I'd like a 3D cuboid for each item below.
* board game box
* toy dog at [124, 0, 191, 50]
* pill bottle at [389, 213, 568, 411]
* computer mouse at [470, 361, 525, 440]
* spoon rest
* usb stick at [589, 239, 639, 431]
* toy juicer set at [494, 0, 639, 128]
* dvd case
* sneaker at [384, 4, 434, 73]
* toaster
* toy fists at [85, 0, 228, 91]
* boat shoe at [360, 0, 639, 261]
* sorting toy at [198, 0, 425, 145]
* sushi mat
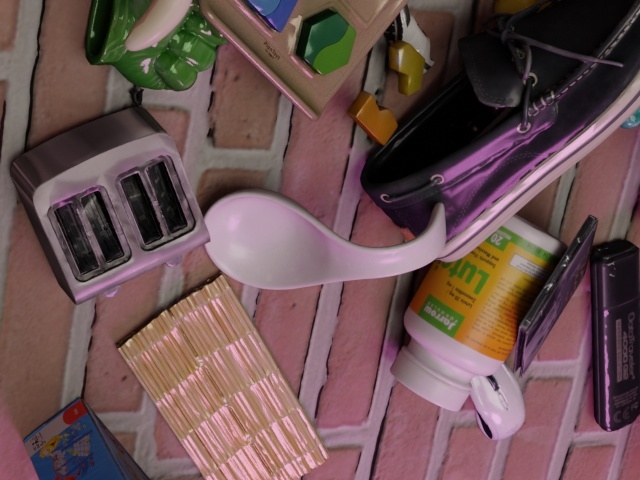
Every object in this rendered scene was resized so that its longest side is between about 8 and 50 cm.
[{"bbox_3d":[-0.181,0.365,1.500,0.086,0.302,0.308,-37,120,-7],"label":"board game box"},{"bbox_3d":[-0.338,-0.312,1.193,0.407,0.284,0.395,-28,126,-6],"label":"toy dog"},{"bbox_3d":[0.188,0.080,1.657,0.136,0.136,0.246,25,98,-31],"label":"pill bottle"},{"bbox_3d":[0.231,0.194,1.780,0.106,0.042,0.193,-33,120,-11],"label":"computer mouse"},{"bbox_3d":[0.000,0.000,1.509,0.276,0.084,0.137,-1,127,11],"label":"spoon rest"},{"bbox_3d":[0.403,0.131,1.836,0.077,0.045,0.278,-19,117,-25],"label":"usb stick"},{"bbox_3d":[0.381,-0.254,1.646,0.329,0.089,0.209,39,87,-21],"label":"toy juicer set"},{"bbox_3d":[0.290,0.075,1.672,0.165,0.018,0.221,-56,165,-13],"label":"dvd case"},{"bbox_3d":[0.101,-0.237,1.552,0.043,0.040,0.109,-33,126,-23],"label":"sneaker"},{"bbox_3d":[-0.223,-0.044,1.429,0.168,0.110,0.186,-26,119,-15],"label":"toaster"},{"bbox_3d":[-0.141,-0.288,1.380,0.142,0.096,0.279,6,106,-29],"label":"toy fists"},{"bbox_3d":[0.233,-0.179,1.491,0.156,0.187,0.500,33,119,-22],"label":"boat shoe"},{"bbox_3d":[0.031,-0.243,1.436,0.229,0.041,0.307,-55,132,-6],"label":"sorting toy"},{"bbox_3d":[-0.111,0.196,1.631,0.151,0.019,0.317,-33,120,-9],"label":"sushi mat"}]
